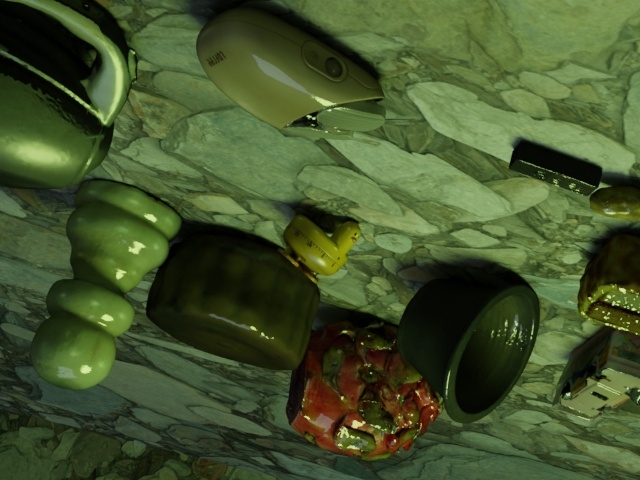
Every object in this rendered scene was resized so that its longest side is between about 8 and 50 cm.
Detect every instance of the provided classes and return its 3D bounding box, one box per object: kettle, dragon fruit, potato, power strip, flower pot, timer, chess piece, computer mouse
[{"bbox_3d":[-0.394,-0.204,1.641,0.324,0.228,0.321,23,128,-27],"label":"kettle"},{"bbox_3d":[0.090,0.277,2.379,0.291,0.250,0.269,6,166,-13],"label":"dragon fruit"},{"bbox_3d":[0.378,-0.047,1.610,0.092,0.045,0.046,9,141,1],"label":"potato"},{"bbox_3d":[0.287,-0.087,1.602,0.111,0.029,0.038,19,159,-4],"label":"power strip"},{"bbox_3d":[0.217,0.151,2.038,0.148,0.235,0.235,26,168,37],"label":"flower pot"},{"bbox_3d":[0.000,0.000,1.986,0.107,0.109,0.107,41,178,2],"label":"timer"},{"bbox_3d":[-0.360,0.084,2.111,0.182,0.330,0.182,15,157,6],"label":"chess piece"},{"bbox_3d":[-0.037,-0.187,1.537,0.236,0.082,0.145,30,155,-27],"label":"computer mouse"}]

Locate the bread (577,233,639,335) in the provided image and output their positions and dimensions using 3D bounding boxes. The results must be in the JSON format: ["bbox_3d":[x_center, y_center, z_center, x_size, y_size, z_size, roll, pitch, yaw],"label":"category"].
[{"bbox_3d":[0.467,0.072,1.766,0.222,0.096,0.181,17,159,6],"label":"bread"}]

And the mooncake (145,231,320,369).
[{"bbox_3d":[-0.148,0.102,2.226,0.290,0.161,0.290,16,161,6],"label":"mooncake"}]

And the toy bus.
[{"bbox_3d":[0.457,0.211,2.091,0.090,0.112,0.274,18,159,-3],"label":"toy bus"}]
